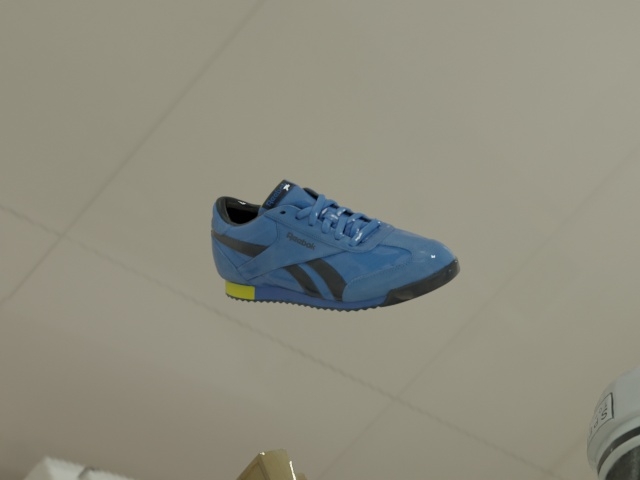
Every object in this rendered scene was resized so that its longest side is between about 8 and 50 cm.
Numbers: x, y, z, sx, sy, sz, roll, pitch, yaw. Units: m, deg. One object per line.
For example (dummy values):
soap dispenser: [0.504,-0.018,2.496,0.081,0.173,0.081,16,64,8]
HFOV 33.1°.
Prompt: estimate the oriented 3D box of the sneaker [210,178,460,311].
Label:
sneaker: [0.000,0.000,0.764,0.209,0.082,0.069,2,21,40]

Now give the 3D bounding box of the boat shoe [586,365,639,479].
boat shoe: [0.290,0.116,0.466,0.121,0.335,0.119,79,8,-48]

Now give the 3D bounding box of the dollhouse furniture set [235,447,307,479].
dollhouse furniture set: [-0.026,0.306,1.019,0.101,0.182,0.160,-3,55,-37]
